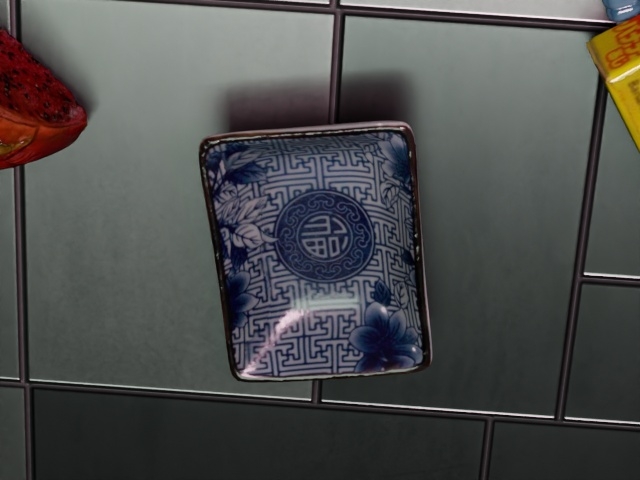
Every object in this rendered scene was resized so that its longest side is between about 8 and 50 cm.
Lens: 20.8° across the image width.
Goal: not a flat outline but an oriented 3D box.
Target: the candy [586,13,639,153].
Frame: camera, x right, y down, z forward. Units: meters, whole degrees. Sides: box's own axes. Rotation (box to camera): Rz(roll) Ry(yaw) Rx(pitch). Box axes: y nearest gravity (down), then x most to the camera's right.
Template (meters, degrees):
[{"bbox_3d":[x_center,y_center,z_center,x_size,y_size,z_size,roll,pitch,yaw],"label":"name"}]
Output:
[{"bbox_3d":[0.371,-0.154,1.409,0.276,0.088,0.146,-25,118,11],"label":"candy"}]

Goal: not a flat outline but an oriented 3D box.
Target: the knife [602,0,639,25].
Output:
[{"bbox_3d":[0.268,-0.173,1.454,0.058,0.032,0.244,-22,117,5],"label":"knife"}]

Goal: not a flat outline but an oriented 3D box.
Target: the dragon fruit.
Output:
[{"bbox_3d":[-0.287,-0.094,1.454,0.120,0.161,0.127,-43,96,18],"label":"dragon fruit"}]

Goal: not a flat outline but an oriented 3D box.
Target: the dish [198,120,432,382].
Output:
[{"bbox_3d":[0.000,0.000,1.520,0.182,0.080,0.243,-4,117,5],"label":"dish"}]
